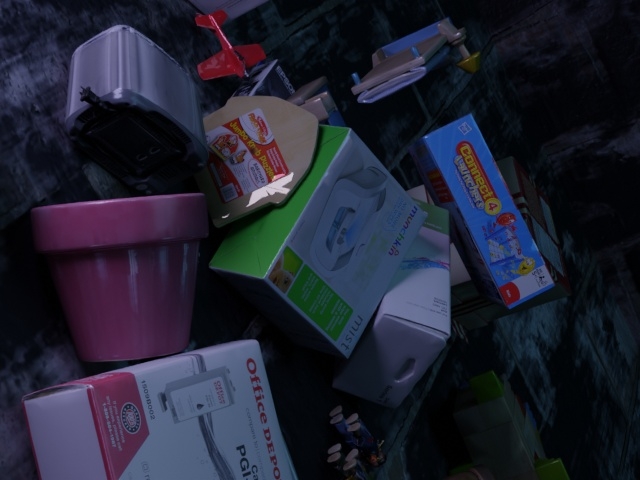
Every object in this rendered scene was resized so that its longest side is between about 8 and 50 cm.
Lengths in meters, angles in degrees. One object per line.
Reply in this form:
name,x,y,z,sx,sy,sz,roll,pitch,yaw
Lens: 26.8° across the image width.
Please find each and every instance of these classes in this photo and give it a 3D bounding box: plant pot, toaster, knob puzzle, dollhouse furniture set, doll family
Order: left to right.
plant pot,-0.224,0.042,1.550,0.201,0.201,0.180,-10,95,-65
toaster,-0.245,-0.175,1.746,0.227,0.129,0.146,38,34,-44
knob puzzle,-0.089,-0.125,1.918,0.030,0.213,0.213,61,17,-63
doll family,0.061,0.329,2.015,0.111,0.076,0.193,50,27,-25
dollhouse furniture set,0.105,-0.183,2.102,0.198,0.303,0.286,62,26,-12

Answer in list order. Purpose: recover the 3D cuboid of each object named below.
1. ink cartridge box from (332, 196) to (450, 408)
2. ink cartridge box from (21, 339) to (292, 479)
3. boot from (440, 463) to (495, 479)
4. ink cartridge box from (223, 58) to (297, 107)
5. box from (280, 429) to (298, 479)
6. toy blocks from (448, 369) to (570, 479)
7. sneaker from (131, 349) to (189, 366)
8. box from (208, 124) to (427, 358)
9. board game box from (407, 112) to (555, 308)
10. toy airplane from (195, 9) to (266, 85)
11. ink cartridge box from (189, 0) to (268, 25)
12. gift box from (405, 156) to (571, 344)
ink cartridge box,0.114,0.094,2.138,0.117,0.201,0.278,19,43,-13
ink cartridge box,-0.170,0.235,1.485,0.283,0.117,0.207,-11,86,-54
boot,0.274,0.518,2.195,0.115,0.112,0.305,-12,55,-23
ink cartridge box,-0.078,-0.180,2.168,0.165,0.065,0.332,58,25,-19
box,-0.079,0.289,1.703,0.102,0.087,0.101,123,-52,-83
toy blocks,0.350,0.390,2.473,0.381,0.191,0.261,66,13,-7
sneaker,-0.177,0.178,1.674,0.083,0.071,0.190,-34,109,-72
box,0.000,0.000,1.968,0.231,0.127,0.262,46,66,-39
board game box,0.259,-0.046,2.222,0.302,0.086,0.308,64,-1,-2
toy airplane,-0.148,-0.307,2.125,0.151,0.028,0.151,19,52,-26
ink cartridge box,-0.165,-0.526,2.022,0.395,0.270,0.151,34,39,-51
gift box,0.312,0.030,2.553,0.276,0.258,0.255,44,33,-52
